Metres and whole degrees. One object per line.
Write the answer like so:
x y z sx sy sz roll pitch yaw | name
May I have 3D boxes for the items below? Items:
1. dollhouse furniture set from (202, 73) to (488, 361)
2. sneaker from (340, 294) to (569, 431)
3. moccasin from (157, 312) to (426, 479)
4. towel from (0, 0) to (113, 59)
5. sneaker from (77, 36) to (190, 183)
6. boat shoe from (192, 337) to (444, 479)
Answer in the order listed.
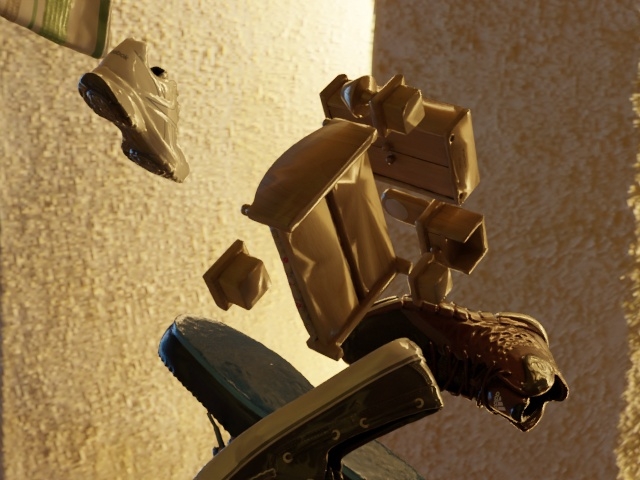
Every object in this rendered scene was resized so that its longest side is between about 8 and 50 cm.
0.000 0.000 1.010 0.173 0.355 0.303 21 -35 35 | dollhouse furniture set
0.169 0.149 1.126 0.162 0.281 0.106 -116 -147 -55 | sneaker
-0.043 0.215 0.978 0.342 0.137 0.117 40 -68 13 | moccasin
-0.244 -0.237 0.851 0.023 0.152 0.113 -11 -110 37 | towel
-0.264 -0.196 1.529 0.111 0.297 0.129 23 -112 24 | sneaker
-0.001 0.171 0.781 0.228 0.080 0.076 -33 -114 -2 | boat shoe
